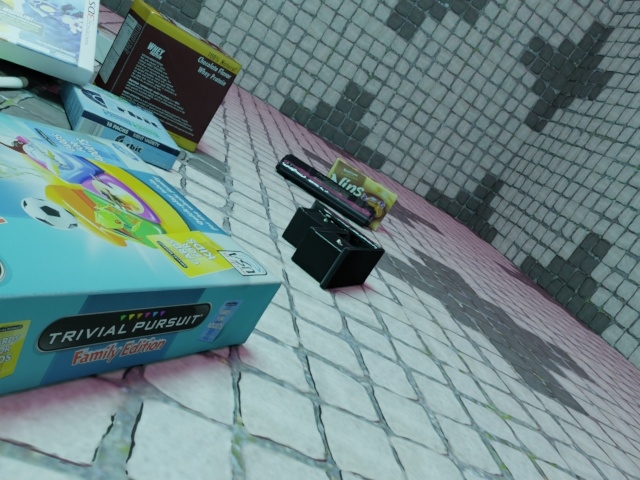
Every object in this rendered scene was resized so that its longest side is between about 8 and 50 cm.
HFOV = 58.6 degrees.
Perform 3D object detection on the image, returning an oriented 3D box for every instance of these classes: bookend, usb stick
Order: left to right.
[{"bbox_3d":[0.000,0.000,0.908,0.157,0.072,0.156,38,14,22],"label":"bookend"},{"bbox_3d":[0.015,-0.128,1.438,0.278,0.045,0.077,33,37,1],"label":"usb stick"}]

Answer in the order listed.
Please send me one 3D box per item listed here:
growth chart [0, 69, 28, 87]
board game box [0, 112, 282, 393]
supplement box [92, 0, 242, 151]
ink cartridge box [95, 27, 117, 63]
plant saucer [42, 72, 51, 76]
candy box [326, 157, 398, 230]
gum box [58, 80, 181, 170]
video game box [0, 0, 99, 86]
[{"bbox_3d":[-0.529,-0.267,0.762,0.237,0.021,0.172,29,12,-17],"label":"growth chart"},{"bbox_3d":[-0.217,-0.011,0.430,0.254,0.079,0.336,38,14,22],"label":"board game box"},{"bbox_3d":[-0.290,-0.306,1.071,0.191,0.194,0.129,22,17,-39],"label":"supplement box"},{"bbox_3d":[-0.538,-0.491,1.453,0.104,0.061,0.181,33,13,-2],"label":"ink cartridge box"},{"bbox_3d":[-0.501,-0.351,0.953,0.200,0.037,0.200,51,-5,6],"label":"plant saucer"},{"bbox_3d":[0.096,-0.122,1.491,0.187,0.109,0.053,33,14,0],"label":"candy box"},{"bbox_3d":[-0.324,-0.191,0.914,0.157,0.041,0.184,21,18,-40],"label":"gum box"},{"bbox_3d":[-0.439,-0.348,0.849,0.205,0.048,0.187,13,59,-38],"label":"video game box"}]
